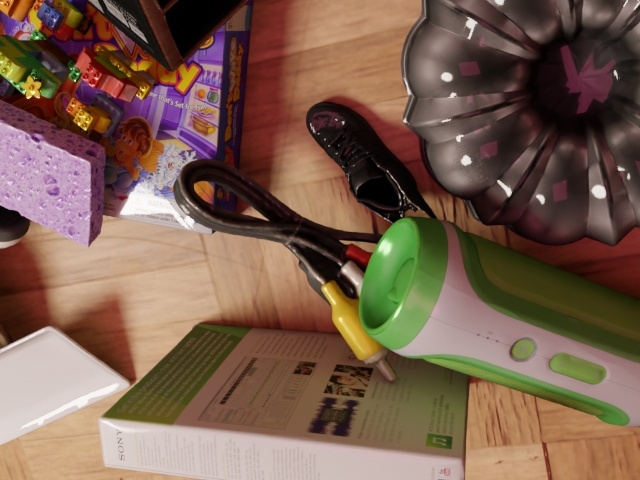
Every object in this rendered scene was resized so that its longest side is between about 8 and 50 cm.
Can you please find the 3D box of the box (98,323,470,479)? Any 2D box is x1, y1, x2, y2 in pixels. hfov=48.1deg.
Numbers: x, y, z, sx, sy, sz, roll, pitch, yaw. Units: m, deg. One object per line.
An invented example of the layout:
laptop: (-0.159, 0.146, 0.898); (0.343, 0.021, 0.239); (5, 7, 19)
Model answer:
box: (-0.016, 0.158, 0.709); (0.321, 0.232, 0.059); (4, 106, 13)

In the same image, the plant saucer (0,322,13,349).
plant saucer: (-0.505, 0.127, 0.855); (0.277, 0.041, 0.278); (-4, 132, -4)

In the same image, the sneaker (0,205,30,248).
sneaker: (-0.461, 0.012, 0.849); (0.269, 0.090, 0.145); (11, 109, 13)

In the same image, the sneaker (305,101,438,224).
sneaker: (0.047, -0.071, 0.703); (0.170, 0.089, 0.051); (42, 110, -2)

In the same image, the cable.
cable: (0.000, 0.000, 0.698); (0.287, 0.139, 0.072); (43, 150, -11)

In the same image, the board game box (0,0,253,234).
board game box: (-0.255, -0.154, 0.756); (0.346, 0.078, 0.234); (10, 108, 10)

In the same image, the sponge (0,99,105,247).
sponge: (-0.313, -0.083, 0.710); (0.210, 0.031, 0.117); (24, 134, 4)

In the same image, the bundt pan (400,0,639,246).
bundt pan: (0.227, -0.140, 0.625); (0.330, 0.124, 0.331); (3, 106, 11)

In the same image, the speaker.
speaker: (0.189, 0.077, 0.650); (0.296, 0.131, 0.131); (20, 111, -16)

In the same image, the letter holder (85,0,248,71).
letter holder: (-0.174, -0.339, 0.622); (0.302, 0.152, 0.214); (41, 79, 15)

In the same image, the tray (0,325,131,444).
tray: (-0.383, 0.183, 0.875); (0.270, 0.030, 0.145); (-25, 134, 13)

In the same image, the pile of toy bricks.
pile of toy bricks: (-0.272, -0.169, 0.657); (0.212, 0.105, 0.118); (38, 110, 1)
